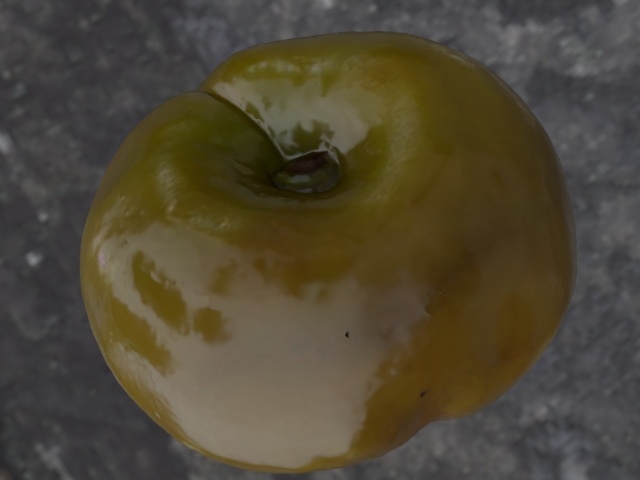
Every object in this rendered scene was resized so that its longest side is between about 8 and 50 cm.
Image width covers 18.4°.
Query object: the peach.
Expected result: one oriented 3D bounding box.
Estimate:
[{"bbox_3d":[0.000,0.000,0.968,0.251,0.251,0.153,24,140,41],"label":"peach"}]
